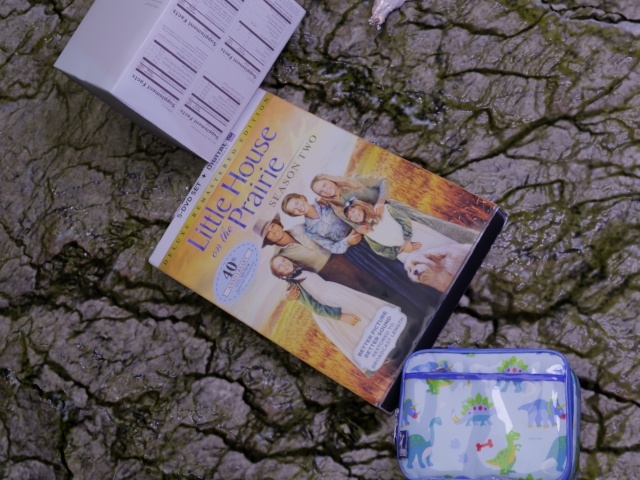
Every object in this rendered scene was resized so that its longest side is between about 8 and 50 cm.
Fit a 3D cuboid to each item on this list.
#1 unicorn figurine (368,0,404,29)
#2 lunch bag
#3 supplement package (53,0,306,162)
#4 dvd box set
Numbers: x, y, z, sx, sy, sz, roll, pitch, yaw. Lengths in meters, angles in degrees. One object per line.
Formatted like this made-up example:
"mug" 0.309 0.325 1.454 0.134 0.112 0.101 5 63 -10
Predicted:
"unicorn figurine" 0.101 -0.371 1.575 0.111 0.060 0.162 -34 47 10
"lunch bag" 0.202 0.215 1.317 0.219 0.090 0.176 0 70 22
"supplement package" -0.203 -0.290 1.562 0.199 0.198 0.262 28 84 49
"dvd box set" 0.000 0.000 1.486 0.420 0.062 0.307 30 86 28
